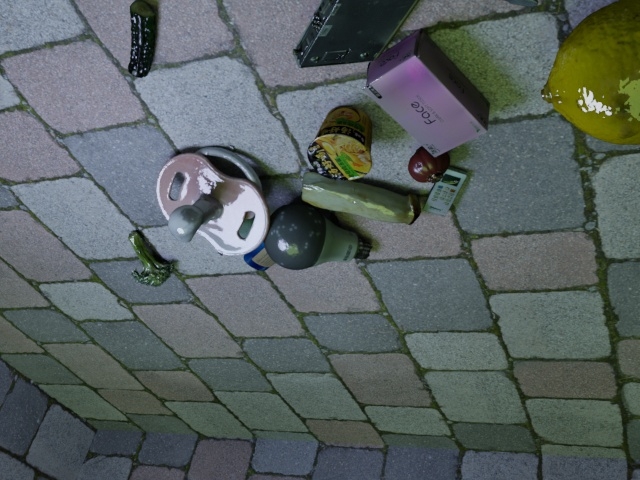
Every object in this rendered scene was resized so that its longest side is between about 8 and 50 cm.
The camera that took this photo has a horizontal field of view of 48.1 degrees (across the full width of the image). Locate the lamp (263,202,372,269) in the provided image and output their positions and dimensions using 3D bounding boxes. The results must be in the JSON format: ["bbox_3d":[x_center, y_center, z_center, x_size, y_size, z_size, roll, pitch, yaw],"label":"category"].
[{"bbox_3d":[0.000,-0.011,1.947,0.313,0.182,0.182,-1,147,-14],"label":"lamp"}]

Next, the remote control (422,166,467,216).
[{"bbox_3d":[0.305,-0.121,1.779,0.065,0.029,0.166,17,140,-1],"label":"remote control"}]

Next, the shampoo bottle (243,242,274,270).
[{"bbox_3d":[-0.155,0.030,2.127,0.087,0.050,0.183,31,141,-16],"label":"shampoo bottle"}]

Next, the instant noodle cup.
[{"bbox_3d":[0.053,-0.229,1.646,0.151,0.122,0.151,8,145,6],"label":"instant noodle cup"}]

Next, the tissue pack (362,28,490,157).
[{"bbox_3d":[0.228,-0.304,1.505,0.246,0.093,0.148,38,137,-28],"label":"tissue pack"}]

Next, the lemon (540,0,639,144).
[{"bbox_3d":[0.554,-0.296,1.253,0.321,0.268,0.268,-8,142,1],"label":"lemon"}]

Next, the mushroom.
[{"bbox_3d":[0.103,-0.102,1.834,0.312,0.081,0.100,13,138,6],"label":"mushroom"}]

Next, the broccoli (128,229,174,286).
[{"bbox_3d":[-0.552,0.059,2.277,0.122,0.118,0.204,10,136,44],"label":"broccoli"}]

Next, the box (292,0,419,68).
[{"bbox_3d":[0.074,-0.418,1.337,0.210,0.045,0.270,-12,163,-28],"label":"box"}]

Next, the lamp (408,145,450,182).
[{"bbox_3d":[0.253,-0.177,1.671,0.101,0.090,0.101,-18,158,-7],"label":"lamp"}]

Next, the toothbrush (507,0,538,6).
[{"bbox_3d":[0.243,-0.473,1.325,0.320,0.031,0.023,12,143,4],"label":"toothbrush"}]

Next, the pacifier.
[{"bbox_3d":[-0.293,-0.085,1.869,0.332,0.273,0.220,29,156,5],"label":"pacifier"}]

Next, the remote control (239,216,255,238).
[{"bbox_3d":[-0.239,-0.035,2.076,0.097,0.045,0.256,15,147,0],"label":"remote control"}]

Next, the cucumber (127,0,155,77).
[{"bbox_3d":[-0.394,-0.438,1.579,0.058,0.058,0.187,18,145,-4],"label":"cucumber"}]
